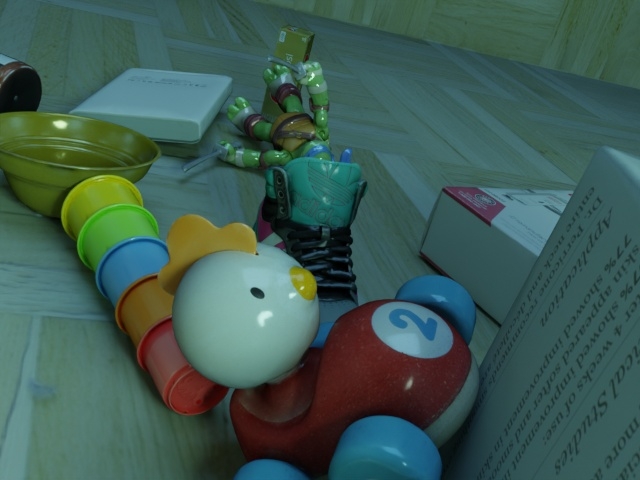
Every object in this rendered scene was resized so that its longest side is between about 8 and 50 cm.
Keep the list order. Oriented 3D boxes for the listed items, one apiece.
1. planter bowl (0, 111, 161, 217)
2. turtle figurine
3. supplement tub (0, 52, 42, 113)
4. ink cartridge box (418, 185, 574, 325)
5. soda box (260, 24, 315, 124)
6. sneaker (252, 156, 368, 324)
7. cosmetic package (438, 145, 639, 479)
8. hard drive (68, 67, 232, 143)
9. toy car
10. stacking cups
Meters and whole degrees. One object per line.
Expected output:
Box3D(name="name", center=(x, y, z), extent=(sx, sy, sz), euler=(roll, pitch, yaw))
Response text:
Box3D(name="planter bowl", center=(-0.311, -0.085, 0.966), extent=(0.217, 0.090, 0.217), euler=(11, 21, -4))
Box3D(name="turtle figurine", center=(-0.087, -0.214, 1.260), extent=(0.274, 0.198, 0.266), euler=(9, 22, -24))
Box3D(name="supplement tub", center=(-0.517, -0.239, 1.149), extent=(0.198, 0.106, 0.106), euler=(23, 25, 13))
Box3D(name="ink cartridge box", center=(0.319, 0.017, 1.120), extent=(0.283, 0.117, 0.207), euler=(-2, 30, -34))
Box3D(name="soda box", center=(-0.064, -0.310, 1.487), extent=(0.058, 0.181, 0.061), euler=(18, 24, 5))
Box3D(name="sneaker", center=(0.000, 0.000, 0.883), extent=(0.123, 0.178, 0.295), euler=(5, 27, -24))
Box3D(name="cosmetic package", center=(0.275, 0.197, 0.444), extent=(0.327, 0.329, 0.394), euler=(20, 25, -5))
Box3D(name="hard drive", center=(-0.274, -0.236, 1.333), extent=(0.203, 0.040, 0.307), euler=(5, 25, 2))
Box3D(name="toy car", center=(-0.021, 0.070, 0.597), extent=(0.238, 0.210, 0.219), euler=(52, 32, -14))
Box3D(name="stacking cups", center=(-0.181, 0.044, 0.785), extent=(0.096, 0.096, 0.316), euler=(1, 30, -31))
